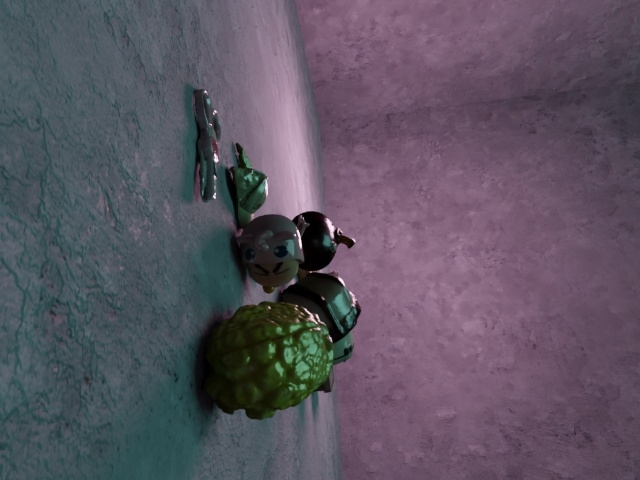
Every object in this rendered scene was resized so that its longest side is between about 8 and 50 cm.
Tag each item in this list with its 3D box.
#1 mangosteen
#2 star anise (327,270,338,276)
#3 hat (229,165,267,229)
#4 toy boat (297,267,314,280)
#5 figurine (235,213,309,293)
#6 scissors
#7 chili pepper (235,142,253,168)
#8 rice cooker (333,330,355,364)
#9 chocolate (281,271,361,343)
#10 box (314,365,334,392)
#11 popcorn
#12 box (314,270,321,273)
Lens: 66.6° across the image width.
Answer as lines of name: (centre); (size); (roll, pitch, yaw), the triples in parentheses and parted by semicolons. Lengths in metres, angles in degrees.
mangosteen: (0.000, 0.000, 1.843); (0.235, 0.262, 0.235); (-4, 90, -83)
star anise: (0.014, 0.290, 2.223); (0.332, 0.118, 0.331); (16, 90, -74)
hat: (-0.173, -0.103, 1.186); (0.122, 0.081, 0.166); (-69, 163, -73)
toy boat: (-0.065, 0.120, 2.089); (0.188, 0.061, 0.116); (76, 8, -54)
figurine: (-0.106, 0.035, 1.221); (0.287, 0.176, 0.186); (111, -31, -83)
scissors: (-0.220, -0.180, 0.959); (0.118, 0.031, 0.242); (73, 8, -63)
chili pepper: (-0.183, -0.161, 1.284); (0.208, 0.043, 0.048); (77, 21, -48)
rice cooker: (0.020, 0.376, 1.955); (0.226, 0.226, 0.244); (-86, 167, -61)
chocolate: (-0.016, 0.216, 1.634); (0.186, 0.284, 0.283); (63, 11, -16)
box: (0.005, 0.560, 2.214); (0.215, 0.086, 0.215); (28, 56, -84)
popcorn: (-0.087, 0.211, 0.923); (0.286, 0.226, 0.173); (-62, 149, -78)
box: (-0.039, 0.080, 2.404); (0.353, 0.069, 0.214); (-79, 162, -67)
